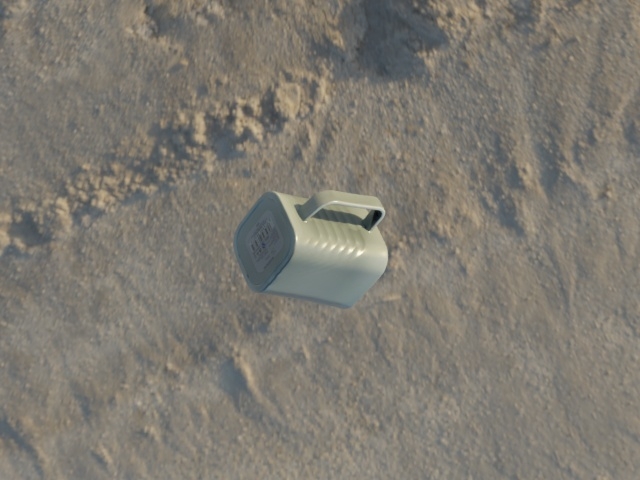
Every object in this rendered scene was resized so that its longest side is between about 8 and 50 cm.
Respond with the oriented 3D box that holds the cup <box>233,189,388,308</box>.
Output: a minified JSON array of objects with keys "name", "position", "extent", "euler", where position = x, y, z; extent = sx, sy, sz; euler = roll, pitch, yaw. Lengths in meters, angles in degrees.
[{"name":"cup","position":[0.000,0.000,0.901],"extent":[0.129,0.095,0.128],"euler":[10,133,-41]}]
